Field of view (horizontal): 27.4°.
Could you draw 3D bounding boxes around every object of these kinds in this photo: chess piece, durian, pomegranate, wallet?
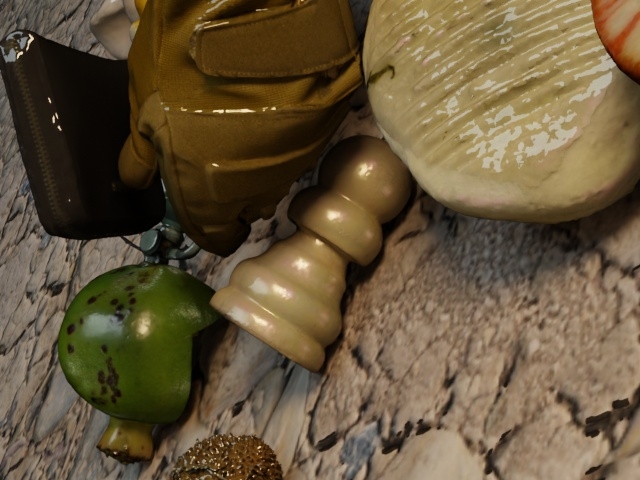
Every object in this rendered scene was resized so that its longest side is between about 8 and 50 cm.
[{"bbox_3d":[0.000,0.000,0.940,0.170,0.094,0.094,-60,25,-4],"label":"chess piece"},{"bbox_3d":[-0.065,0.170,0.913,0.091,0.080,0.080,-28,-4,-45],"label":"durian"},{"bbox_3d":[-0.163,0.095,1.103,0.143,0.122,0.169,21,80,51],"label":"pomegranate"},{"bbox_3d":[-0.167,-0.074,0.976,0.250,0.044,0.149,-4,-99,-82],"label":"wallet"}]

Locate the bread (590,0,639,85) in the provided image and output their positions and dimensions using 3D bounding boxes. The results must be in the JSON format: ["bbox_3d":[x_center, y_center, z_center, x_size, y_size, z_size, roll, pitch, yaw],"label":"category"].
[{"bbox_3d":[0.258,-0.160,0.536,0.328,0.114,0.295,-27,32,57],"label":"bread"}]

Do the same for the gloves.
[{"bbox_3d":[-0.054,-0.105,0.877,0.141,0.154,0.331,46,149,37],"label":"gloves"}]

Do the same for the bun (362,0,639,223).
[{"bbox_3d":[0.131,-0.115,0.776,0.210,0.116,0.237,-40,55,30],"label":"bun"}]

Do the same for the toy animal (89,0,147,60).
[{"bbox_3d":[-0.099,-0.211,1.123,0.325,0.154,0.208,22,103,59],"label":"toy animal"}]

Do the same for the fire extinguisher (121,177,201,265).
[{"bbox_3d":[-0.103,-0.086,1.213,0.118,0.093,0.294,12,73,43],"label":"fire extinguisher"}]
